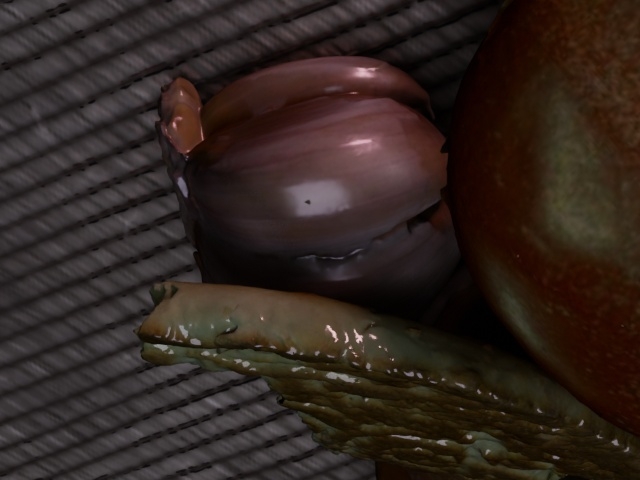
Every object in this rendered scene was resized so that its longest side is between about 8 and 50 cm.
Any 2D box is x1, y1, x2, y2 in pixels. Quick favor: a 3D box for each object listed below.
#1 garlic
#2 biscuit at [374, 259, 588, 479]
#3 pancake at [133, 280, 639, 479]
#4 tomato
[{"bbox_3d":[0.000,0.000,0.814,0.191,0.160,0.214,-2,118,5],"label":"garlic"},{"bbox_3d":[0.170,0.135,0.932,0.268,0.115,0.366,4,119,-5],"label":"biscuit"},{"bbox_3d":[0.066,0.094,0.773,0.377,0.054,0.197,25,151,-30],"label":"pancake"},{"bbox_3d":[0.219,-0.030,0.668,0.304,0.239,0.303,-21,147,-14],"label":"tomato"}]
